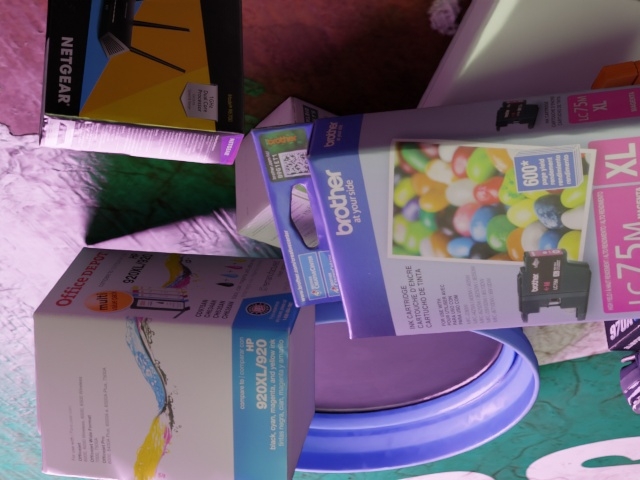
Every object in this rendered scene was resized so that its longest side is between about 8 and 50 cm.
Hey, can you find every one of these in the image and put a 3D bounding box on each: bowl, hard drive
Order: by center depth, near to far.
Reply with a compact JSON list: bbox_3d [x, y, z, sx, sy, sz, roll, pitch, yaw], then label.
[{"bbox_3d":[0.166,-0.077,1.148,0.203,0.040,0.307,8,128,-25],"label":"hard drive"},{"bbox_3d":[0.041,0.146,1.568,0.391,0.077,0.391,-2,148,-2],"label":"bowl"}]

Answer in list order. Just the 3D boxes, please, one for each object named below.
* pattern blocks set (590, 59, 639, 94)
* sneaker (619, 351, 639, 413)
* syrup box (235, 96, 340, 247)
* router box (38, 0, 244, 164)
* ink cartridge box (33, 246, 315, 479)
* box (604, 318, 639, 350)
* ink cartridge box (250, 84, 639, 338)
[{"bbox_3d":[0.300,-0.043,1.127,0.285,0.026,0.325,29,126,-29],"label":"pattern blocks set"},{"bbox_3d":[0.367,0.122,1.549,0.226,0.086,0.163,23,140,-34],"label":"sneaker"},{"bbox_3d":[0.046,-0.031,1.261,0.237,0.093,0.096,19,142,-31],"label":"syrup box"},{"bbox_3d":[-0.122,-0.142,0.983,0.133,0.179,0.046,5,150,-14],"label":"router box"},{"bbox_3d":[-0.130,0.116,1.327,0.233,0.171,0.168,3,111,7],"label":"ink cartridge box"},{"bbox_3d":[0.389,0.049,1.341,0.175,0.051,0.220,1,157,-13],"label":"box"},{"bbox_3d":[0.110,-0.015,1.097,0.311,0.065,0.185,-3,127,13],"label":"ink cartridge box"}]
